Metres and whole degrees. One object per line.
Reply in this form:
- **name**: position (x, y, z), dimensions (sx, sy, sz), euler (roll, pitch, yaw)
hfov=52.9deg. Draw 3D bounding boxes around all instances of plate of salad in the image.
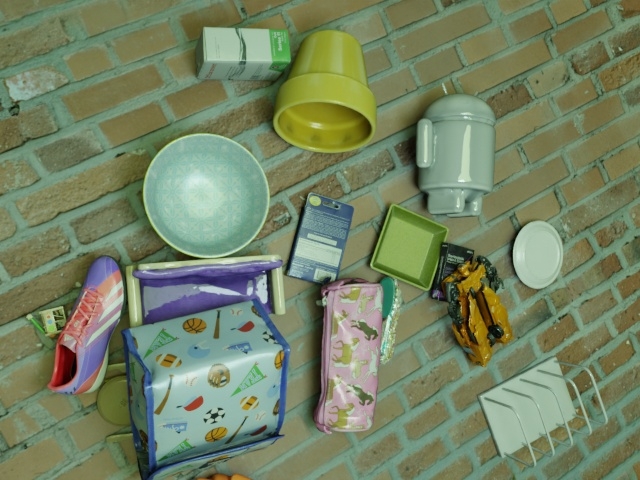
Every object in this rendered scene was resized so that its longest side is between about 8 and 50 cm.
- **plate of salad**: position (0.633, 0.041, 1.886), dimensions (0.200, 0.048, 0.199), euler (-1, 92, -28)

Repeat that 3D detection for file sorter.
- **file sorter**: position (0.626, 0.477, 1.795), dimensions (0.278, 0.173, 0.192), euler (-22, 94, -18)

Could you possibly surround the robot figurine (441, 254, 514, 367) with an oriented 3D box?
- **robot figurine**: position (0.422, 0.187, 1.751), dimensions (0.211, 0.085, 0.290), euler (-35, 110, -30)

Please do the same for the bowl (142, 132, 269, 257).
- **bowl**: position (-0.279, -0.100, 1.535), dimensions (0.290, 0.156, 0.289), euler (1, 87, -18)

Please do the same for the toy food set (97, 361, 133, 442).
- **toy food set**: position (-0.457, 0.376, 1.519), dimensions (0.133, 0.038, 0.191), euler (-6, 96, -12)

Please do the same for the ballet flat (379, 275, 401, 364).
- **ballet flat**: position (0.173, 0.216, 1.719), dimensions (0.077, 0.091, 0.240), euler (16, 86, -47)

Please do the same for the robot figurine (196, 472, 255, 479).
- **robot figurine**: position (-0.202, 0.632, 1.537), dimensions (0.220, 0.128, 0.157), euler (19, 81, -17)

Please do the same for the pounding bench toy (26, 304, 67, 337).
- **pounding bench toy**: position (-0.619, 0.189, 1.462), dimensions (0.083, 0.052, 0.065), euler (-14, 92, -18)

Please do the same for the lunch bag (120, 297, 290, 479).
- **lunch bag**: position (-0.253, 0.368, 1.443), dimensions (0.328, 0.239, 0.385), euler (-9, 126, -26)

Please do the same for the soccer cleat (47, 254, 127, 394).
- **soccer cleat**: position (-0.519, 0.188, 1.429), dimensions (0.109, 0.116, 0.317), euler (13, 89, 22)

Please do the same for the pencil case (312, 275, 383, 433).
- **pencil case**: position (0.068, 0.287, 1.613), dimensions (0.167, 0.160, 0.385), euler (2, 93, 3)

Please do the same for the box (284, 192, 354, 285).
- **box**: position (0.000, 0.000, 1.684), dimensions (0.137, 0.036, 0.225), euler (17, 84, -17)

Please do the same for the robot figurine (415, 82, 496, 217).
- **robot figurine**: position (0.366, -0.241, 1.731), dimensions (0.300, 0.200, 0.353), euler (8, 84, -41)

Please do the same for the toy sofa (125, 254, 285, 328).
- **toy sofa**: position (-0.267, 0.119, 1.518), dimensions (0.363, 0.177, 0.150), euler (-4, 89, -19)

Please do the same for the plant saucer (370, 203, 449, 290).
- **plant saucer**: position (0.236, 0.020, 1.757), dimensions (0.188, 0.045, 0.188), euler (23, 80, -16)

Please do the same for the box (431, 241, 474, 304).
- **box**: position (0.368, 0.093, 1.779), dimensions (0.116, 0.029, 0.162), euler (13, 86, -39)

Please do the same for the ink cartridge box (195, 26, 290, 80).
- **ink cartridge box**: position (-0.195, -0.456, 1.583), dimensions (0.209, 0.153, 0.086), euler (-5, 88, -19)

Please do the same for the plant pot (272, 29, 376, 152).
- **plant pot**: position (0.019, -0.382, 1.614), dimensions (0.254, 0.254, 0.238), euler (12, 69, -17)
